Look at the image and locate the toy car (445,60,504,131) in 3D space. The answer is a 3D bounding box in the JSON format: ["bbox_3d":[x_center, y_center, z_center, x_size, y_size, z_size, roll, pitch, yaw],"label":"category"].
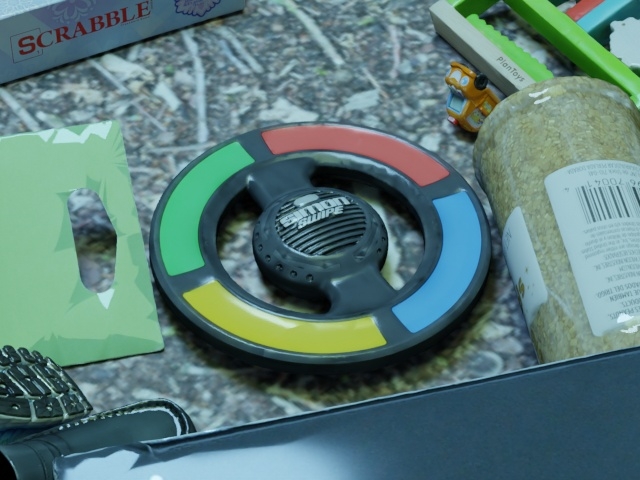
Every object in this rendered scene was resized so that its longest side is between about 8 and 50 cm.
[{"bbox_3d":[0.131,-0.080,1.312,0.040,0.060,0.122,-48,50,-1],"label":"toy car"}]

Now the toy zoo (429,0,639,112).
[{"bbox_3d":[0.253,-0.197,1.386,0.293,0.030,0.192,-36,54,-10],"label":"toy zoo"}]

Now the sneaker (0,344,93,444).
[{"bbox_3d":[-0.212,0.113,1.104,0.162,0.073,0.063,-10,48,-41],"label":"sneaker"}]

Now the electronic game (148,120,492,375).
[{"bbox_3d":[0.000,0.000,1.232,0.229,0.048,0.229,0,45,0],"label":"electronic game"}]

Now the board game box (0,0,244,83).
[{"bbox_3d":[-0.270,-0.250,1.462,0.318,0.066,0.319,-21,49,-20],"label":"board game box"}]

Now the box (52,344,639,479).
[{"bbox_3d":[0.067,0.254,0.736,0.293,0.395,0.212,-10,46,-11],"label":"box"}]

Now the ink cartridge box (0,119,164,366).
[{"bbox_3d":[-0.229,0.006,1.172,0.235,0.056,0.171,-10,73,-9],"label":"ink cartridge box"}]

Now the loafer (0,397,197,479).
[{"bbox_3d":[-0.167,0.148,1.059,0.223,0.078,0.076,-27,52,-25],"label":"loafer"}]

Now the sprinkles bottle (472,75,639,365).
[{"bbox_3d":[0.187,0.053,1.132,0.121,0.121,0.355,-6,45,-7],"label":"sprinkles bottle"}]
